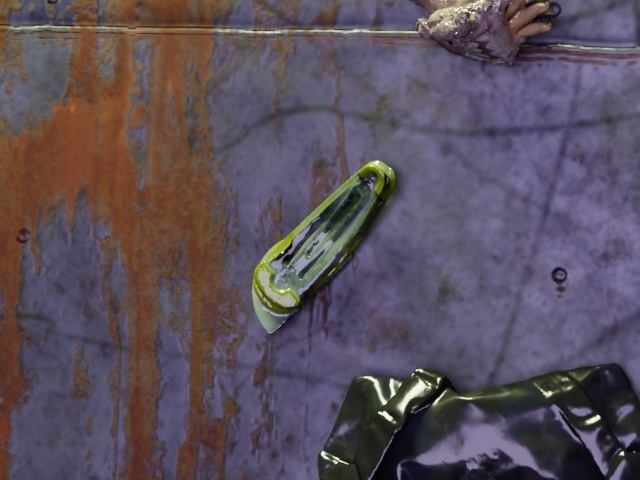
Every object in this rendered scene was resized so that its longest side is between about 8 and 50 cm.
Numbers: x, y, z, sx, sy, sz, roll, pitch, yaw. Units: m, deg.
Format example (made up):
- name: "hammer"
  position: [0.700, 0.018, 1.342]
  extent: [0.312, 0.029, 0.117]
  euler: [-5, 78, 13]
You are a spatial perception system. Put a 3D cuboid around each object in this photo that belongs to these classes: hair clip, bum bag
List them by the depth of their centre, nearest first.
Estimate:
- name: "bum bag"
  position: [0.146, 0.177, 1.613]
  extent: [0.310, 0.074, 0.137]
  euler: [-3, 77, 11]
- name: "hair clip"
  position: [0.000, 0.000, 1.678]
  extent: [0.060, 0.033, 0.188]
  euler: [47, 105, 14]

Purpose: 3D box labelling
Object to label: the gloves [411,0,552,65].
- name: "gloves"
  position: [0.125, -0.208, 1.608]
  extent: [0.094, 0.110, 0.144]
  euler: [-56, 47, 18]
